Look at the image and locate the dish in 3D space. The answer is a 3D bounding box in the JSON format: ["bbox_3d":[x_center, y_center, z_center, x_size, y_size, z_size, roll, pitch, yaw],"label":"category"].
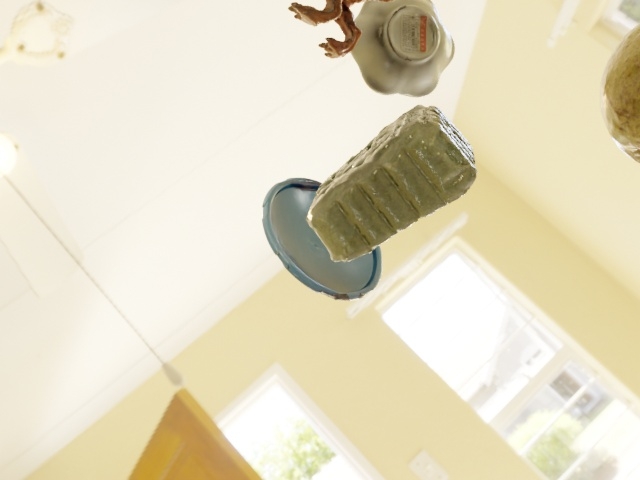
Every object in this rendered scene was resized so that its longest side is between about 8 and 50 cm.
[{"bbox_3d":[0.169,-0.392,1.413,0.229,0.229,0.081,-41,8,-13],"label":"dish"}]

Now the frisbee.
[{"bbox_3d":[0.000,0.000,1.219,0.242,0.242,0.045,-22,-16,-50],"label":"frisbee"}]

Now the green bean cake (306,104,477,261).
[{"bbox_3d":[0.079,-0.068,0.833,0.185,0.094,0.183,-37,10,19],"label":"green bean cake"}]

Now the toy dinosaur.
[{"bbox_3d":[0.059,-0.394,1.149,0.097,0.432,0.208,98,-163,-85],"label":"toy dinosaur"}]

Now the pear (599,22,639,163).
[{"bbox_3d":[0.528,-0.212,1.075,0.188,0.228,0.211,-30,-37,-84],"label":"pear"}]
